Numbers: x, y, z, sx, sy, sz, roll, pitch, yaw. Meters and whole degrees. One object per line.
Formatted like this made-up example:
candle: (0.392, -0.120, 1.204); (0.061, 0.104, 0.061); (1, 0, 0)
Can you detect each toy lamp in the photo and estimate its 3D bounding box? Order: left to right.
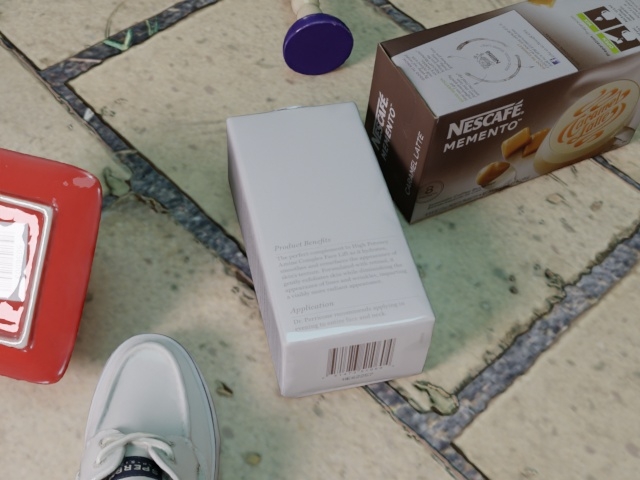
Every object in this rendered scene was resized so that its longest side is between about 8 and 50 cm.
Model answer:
toy lamp: (-0.031, -0.291, 0.958); (0.080, 0.080, 0.274); (-7, 56, -10)

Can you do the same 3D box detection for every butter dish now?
butter dish: (-0.234, 0.011, 0.692); (0.160, 0.118, 0.160); (14, 95, 8)

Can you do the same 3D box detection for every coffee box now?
coffee box: (0.170, -0.126, 0.806); (0.246, 0.141, 0.098); (-19, 57, -19)

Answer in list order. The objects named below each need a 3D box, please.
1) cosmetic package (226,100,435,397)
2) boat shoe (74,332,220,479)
cosmetic package: (0.000, 0.000, 0.734); (0.117, 0.085, 0.231); (-8, 52, -11)
boat shoe: (-0.119, 0.167, 0.592); (0.096, 0.088, 0.267); (4, 53, -2)
